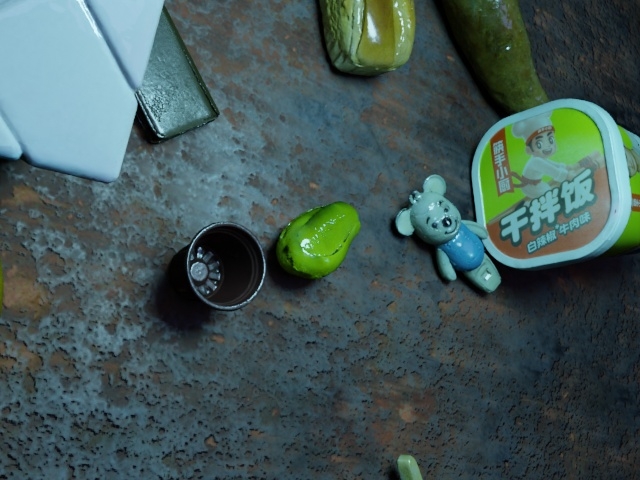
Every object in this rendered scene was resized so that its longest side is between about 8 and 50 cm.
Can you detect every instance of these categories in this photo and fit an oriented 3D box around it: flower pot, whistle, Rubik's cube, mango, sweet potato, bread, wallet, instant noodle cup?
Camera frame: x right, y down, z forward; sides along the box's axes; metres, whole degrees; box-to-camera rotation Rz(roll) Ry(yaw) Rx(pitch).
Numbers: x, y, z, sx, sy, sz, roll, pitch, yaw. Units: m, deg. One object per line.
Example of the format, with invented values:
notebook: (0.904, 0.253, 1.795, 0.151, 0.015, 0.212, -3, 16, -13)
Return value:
flower pot: (-0.136, 0.037, 0.953, 0.111, 0.089, 0.111, 8, 76, -34)
whistle: (0.219, 0.003, 1.235, 0.235, 0.077, 0.114, 45, 77, -24)
Rubik's cube: (-0.332, -0.254, 0.674, 0.321, 0.316, 0.319, 12, 96, -35)
mango: (0.000, 0.000, 1.075, 0.165, 0.074, 0.091, -33, 95, -49)
sweet potato: (0.318, -0.347, 1.348, 0.130, 0.130, 0.423, -40, 106, -35)
bread: (0.072, -0.374, 1.184, 0.139, 0.106, 0.237, -3, 81, -35)
wallet: (-0.216, -0.231, 0.986, 0.110, 0.031, 0.198, -31, 98, -36)
instant noodle cup: (0.462, -0.080, 1.330, 0.307, 0.293, 0.294, 5, 78, -44)

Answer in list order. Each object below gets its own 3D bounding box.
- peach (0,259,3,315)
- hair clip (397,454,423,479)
peach: (-0.420, 0.040, 0.708, 0.251, 0.153, 0.251, 3, 86, -39)
hair clip: (0.121, 0.389, 1.090, 0.218, 0.071, 0.159, 22, 65, -36)
